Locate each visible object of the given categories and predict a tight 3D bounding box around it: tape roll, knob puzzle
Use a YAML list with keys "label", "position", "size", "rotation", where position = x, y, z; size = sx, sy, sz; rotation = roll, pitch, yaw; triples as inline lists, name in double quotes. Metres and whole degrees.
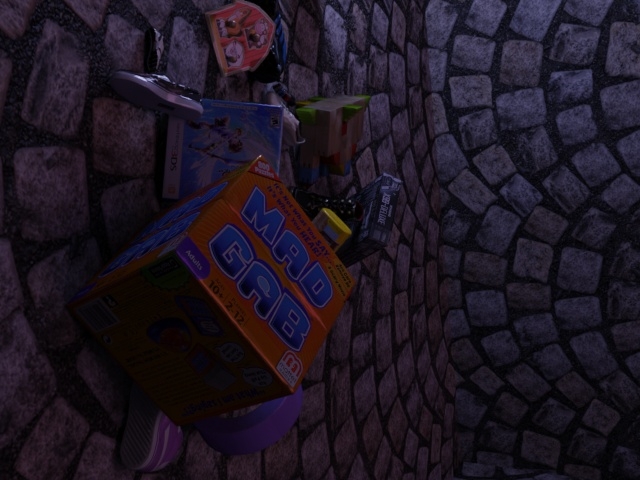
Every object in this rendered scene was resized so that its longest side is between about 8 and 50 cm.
- label: "tape roll"
  position: [-0.185, 0.384, 1.846]
  size: [0.274, 0.275, 0.090]
  rotation: [-65, 144, -41]
- label: "knob puzzle"
  position: [-0.196, -0.538, 1.979]
  size: [0.213, 0.030, 0.213]
  rotation: [-12, 112, -33]

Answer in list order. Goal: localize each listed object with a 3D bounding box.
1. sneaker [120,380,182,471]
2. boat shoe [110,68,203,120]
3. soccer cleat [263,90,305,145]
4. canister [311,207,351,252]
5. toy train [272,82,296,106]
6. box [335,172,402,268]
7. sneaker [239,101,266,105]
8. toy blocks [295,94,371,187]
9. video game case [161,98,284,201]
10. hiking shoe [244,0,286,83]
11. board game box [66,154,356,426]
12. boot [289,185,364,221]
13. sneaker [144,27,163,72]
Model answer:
- label: "sneaker"
  position: [-0.359, 0.382, 1.712]
  size: [0.161, 0.102, 0.282]
  rotation: [50, 54, -62]
- label: "boat shoe"
  position: [-0.356, -0.338, 1.665]
  size: [0.229, 0.080, 0.076]
  rotation: [15, 65, -38]
- label: "soccer cleat"
  position: [-0.104, -0.362, 2.225]
  size: [0.196, 0.076, 0.068]
  rotation: [64, 36, -42]
- label: "canister"
  position: [0.000, 0.000, 2.299]
  size: [0.170, 0.126, 0.073]
  rotation: [-50, 158, 16]
- label: "toy train"
  position: [-0.106, -0.431, 2.244]
  size: [0.036, 0.027, 0.158]
  rotation: [67, 12, 14]
- label: "box"
  position: [0.141, -0.058, 2.505]
  size: [0.077, 0.307, 0.242]
  rotation: [23, 63, -20]
- label: "sneaker"
  position: [-0.188, -0.291, 1.976]
  size: [0.343, 0.147, 0.134]
  rotation: [-35, 121, -60]
- label: "toy blocks"
  position: [0.039, -0.321, 2.448]
  size: [0.381, 0.191, 0.260]
  rotation: [-36, 134, -59]
- label: "video game case"
  position: [-0.228, -0.204, 1.776]
  size: [0.061, 0.270, 0.244]
  rotation: [151, -57, -81]
- label: "hiking shoe"
  position: [-0.158, -0.595, 2.106]
  size: [0.132, 0.113, 0.303]
  rotation: [-56, 147, -72]
- label: "board game box"
  position: [-0.214, 0.110, 1.570]
  size: [0.356, 0.357, 0.356]
  rotation: [54, 38, -17]
- label: "boot"
  position: [0.018, -0.114, 2.363]
  size: [0.236, 0.179, 0.085]
  rotation: [33, 61, -60]
- label: "sneaker"
  position: [-0.374, -0.426, 1.714]
  size: [0.044, 0.040, 0.109]
  rotation: [11, 81, -66]
